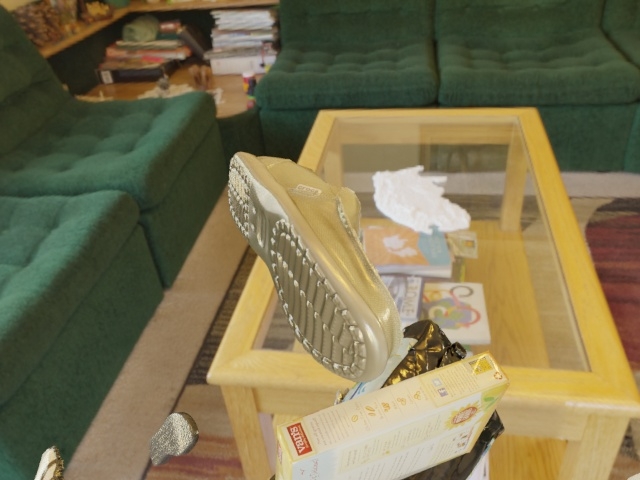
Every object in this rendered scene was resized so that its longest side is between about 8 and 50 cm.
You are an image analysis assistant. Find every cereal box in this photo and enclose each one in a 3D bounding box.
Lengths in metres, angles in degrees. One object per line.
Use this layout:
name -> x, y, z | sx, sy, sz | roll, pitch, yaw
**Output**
cereal box -> 0.070, 0.213, 0.598 | 0.240, 0.173, 0.047 | -13, 49, -18

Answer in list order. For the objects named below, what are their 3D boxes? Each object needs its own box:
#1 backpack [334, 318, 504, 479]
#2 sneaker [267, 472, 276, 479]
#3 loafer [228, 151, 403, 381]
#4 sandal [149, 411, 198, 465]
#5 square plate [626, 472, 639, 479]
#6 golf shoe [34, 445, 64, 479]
backpack -> 0.140, 0.364, 1.011 | 0.273, 0.290, 0.355 | -31, 7, 36
sneaker -> -0.135, 0.616, 1.206 | 0.090, 0.145, 0.270 | 41, 20, 3
loafer -> 0.000, 0.000, 0.477 | 0.092, 0.102, 0.268 | -12, 44, -24
sandal -> -0.346, 0.473, 1.343 | 0.054, 0.254, 0.097 | 1, 63, -36
square plate -> 0.597, 0.389, 0.633 | 0.344, 0.049, 0.347 | -31, 48, 20
golf shoe -> -0.470, 0.429, 0.916 | 0.094, 0.077, 0.198 | -1, 36, -21
